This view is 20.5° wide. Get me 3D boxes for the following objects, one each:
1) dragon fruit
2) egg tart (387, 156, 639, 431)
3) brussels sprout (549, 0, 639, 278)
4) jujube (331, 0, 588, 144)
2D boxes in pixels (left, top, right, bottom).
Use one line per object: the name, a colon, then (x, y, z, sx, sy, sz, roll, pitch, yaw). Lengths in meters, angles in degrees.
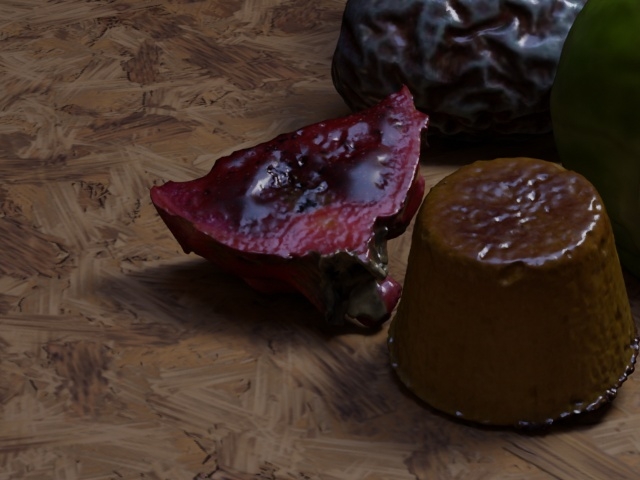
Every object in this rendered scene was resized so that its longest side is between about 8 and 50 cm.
dragon fruit: (0.000, 0.000, 1.595, 0.262, 0.134, 0.211, -20, 42, -9)
egg tart: (0.156, 0.042, 1.456, 0.215, 0.170, 0.215, -4, 40, 4)
brussels sprout: (0.435, -0.160, 1.655, 0.425, 0.361, 0.342, -16, 20, -24)
jujube: (0.172, -0.214, 1.919, 0.317, 0.226, 0.226, 7, 26, 5)
